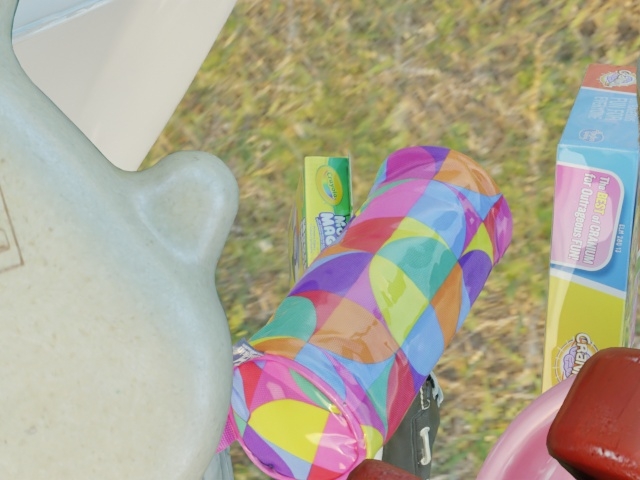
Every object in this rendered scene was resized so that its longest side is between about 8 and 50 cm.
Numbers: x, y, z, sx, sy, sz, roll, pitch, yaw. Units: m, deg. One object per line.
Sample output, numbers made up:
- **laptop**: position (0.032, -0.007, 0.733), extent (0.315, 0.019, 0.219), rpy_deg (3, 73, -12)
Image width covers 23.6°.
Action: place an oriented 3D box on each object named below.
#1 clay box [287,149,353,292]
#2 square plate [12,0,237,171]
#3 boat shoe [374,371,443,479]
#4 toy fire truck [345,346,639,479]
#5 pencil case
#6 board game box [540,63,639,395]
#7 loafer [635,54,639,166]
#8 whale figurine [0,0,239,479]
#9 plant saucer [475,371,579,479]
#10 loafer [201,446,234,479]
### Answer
- **clay box**: position (0.000, 0.000, 1.603), extent (0.053, 0.222, 0.127), rpy_deg (0, 70, -6)
- **square plate**: position (-0.221, -0.055, 0.941), extent (0.344, 0.347, 0.049), rpy_deg (-30, 79, -33)
- **boat shoe**: position (0.071, 0.164, 1.510), extent (0.091, 0.302, 0.114), rpy_deg (-14, 52, -21)
- **toy fire truck**: position (0.134, 0.164, 0.499), extent (0.302, 0.254, 0.169), rpy_deg (27, 79, 4)
- **pencil case**: position (0.027, 0.039, 0.888), extent (0.104, 0.104, 0.236), rpy_deg (49, 45, -7)
- **board game box**: position (0.242, 0.030, 1.339), extent (0.064, 0.242, 0.316), rpy_deg (6, 113, 14)
- **loafer**: position (0.240, -0.043, 0.977), extent (0.094, 0.087, 0.251), rpy_deg (10, 38, 1)
- **whale figurine**: position (-0.141, 0.003, 0.651), extent (0.216, 0.141, 0.272), rpy_deg (-18, 96, -4)
- **plant saucer**: position (0.248, 0.246, 1.058), extent (0.084, 0.332, 0.332), rpy_deg (8, 76, -49)
- **loafer**: position (-0.110, 0.247, 1.271), extent (0.112, 0.319, 0.111), rpy_deg (10, 32, 17)
